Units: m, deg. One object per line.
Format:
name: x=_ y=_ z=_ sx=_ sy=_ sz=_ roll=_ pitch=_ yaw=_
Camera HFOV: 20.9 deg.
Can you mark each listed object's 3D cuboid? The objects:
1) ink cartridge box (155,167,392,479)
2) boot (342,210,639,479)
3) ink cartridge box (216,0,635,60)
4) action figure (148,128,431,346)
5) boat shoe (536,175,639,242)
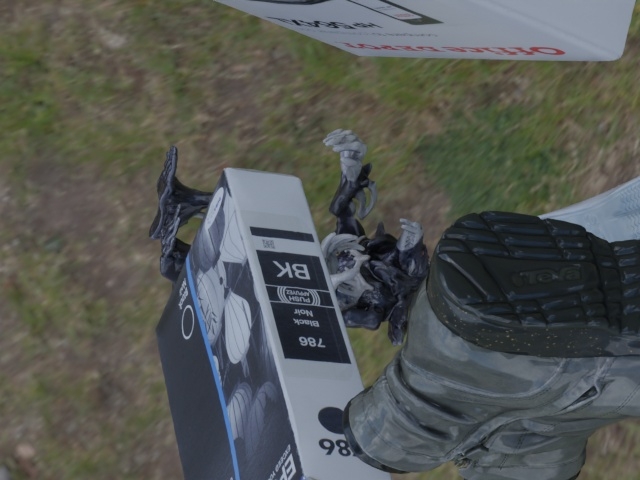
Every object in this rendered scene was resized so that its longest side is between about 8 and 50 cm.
ink cartridge box: x=-0.031 y=0.124 z=1.090 sx=0.065 sy=0.333 sz=0.165 roll=6 pitch=131 yaw=-25
boot: x=0.144 y=0.067 z=0.840 sx=0.246 sy=0.083 sz=0.161 roll=10 pitch=142 yaw=-9
ink cartridge box: x=0.002 y=-0.128 z=0.618 sx=0.148 sy=0.203 sz=0.086 roll=8 pitch=85 yaw=47
action figure: x=0.000 y=0.000 z=1.472 sx=0.275 sy=0.164 sz=0.141 roll=9 pitch=133 yaw=-15
boat shoe: x=0.194 y=-0.004 z=0.954 sx=0.226 sy=0.075 sz=0.083 roll=-5 pitch=95 yaw=49
